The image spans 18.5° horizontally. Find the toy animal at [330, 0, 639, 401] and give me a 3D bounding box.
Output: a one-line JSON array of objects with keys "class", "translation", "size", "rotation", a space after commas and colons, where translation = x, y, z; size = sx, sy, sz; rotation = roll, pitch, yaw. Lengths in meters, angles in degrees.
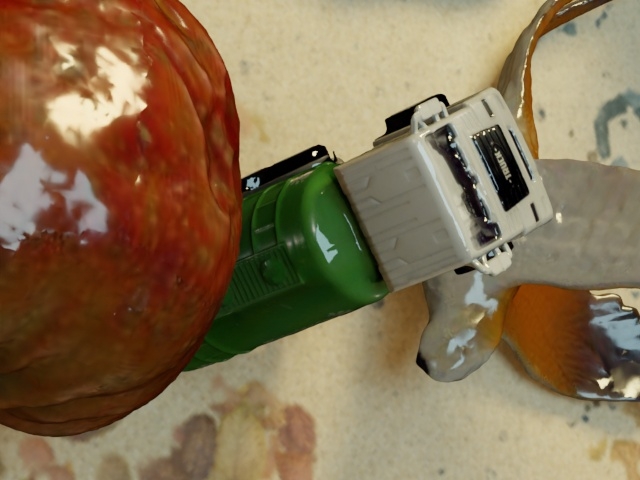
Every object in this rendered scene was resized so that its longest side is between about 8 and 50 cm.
[{"class": "toy animal", "translation": [0.129, -0.057, 1.238], "size": [0.302, 0.225, 0.284], "rotation": [-6, 65, -18]}]

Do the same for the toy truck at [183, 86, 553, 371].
[{"class": "toy truck", "translation": [0.000, 0.000, 1.099], "size": [0.125, 0.242, 0.101], "rotation": [-28, 94, -54]}]

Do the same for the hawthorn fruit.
[{"class": "hawthorn fruit", "translation": [-0.153, -0.025, 1.005], "size": [0.258, 0.258, 0.262], "rotation": [48, 59, -13]}]
